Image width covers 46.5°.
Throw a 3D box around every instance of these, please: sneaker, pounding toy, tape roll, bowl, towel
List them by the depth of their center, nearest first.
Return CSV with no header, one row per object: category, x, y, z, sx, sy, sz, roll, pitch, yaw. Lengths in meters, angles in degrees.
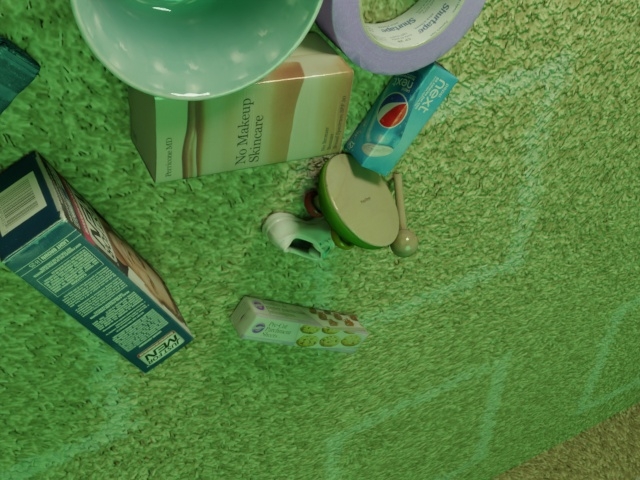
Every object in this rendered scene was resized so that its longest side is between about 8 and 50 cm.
bowl,-0.160,-0.341,0.888,0.311,0.163,0.311,-19,137,-19
towel,-0.419,-0.198,0.949,0.119,0.029,0.067,-44,139,8
tape roll,0.119,-0.386,1.095,0.275,0.090,0.275,-19,136,-19
pounding toy,0.058,-0.046,1.344,0.237,0.183,0.110,12,146,-45
sneaker,0.000,0.000,1.377,0.212,0.094,0.080,-3,128,-33

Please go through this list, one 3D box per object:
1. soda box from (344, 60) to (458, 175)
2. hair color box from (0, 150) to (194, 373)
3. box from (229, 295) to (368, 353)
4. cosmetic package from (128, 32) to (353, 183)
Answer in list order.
soda box,0.136,-0.218,1.284,0.071,0.067,0.210,16,117,-43
hair color box,-0.341,0.043,1.122,0.105,0.174,0.347,-35,140,-3
box,-0.037,0.179,1.546,0.324,0.063,0.067,16,117,-43
cosmetic package,-0.116,-0.196,1.082,0.296,0.129,0.153,-13,136,-24
